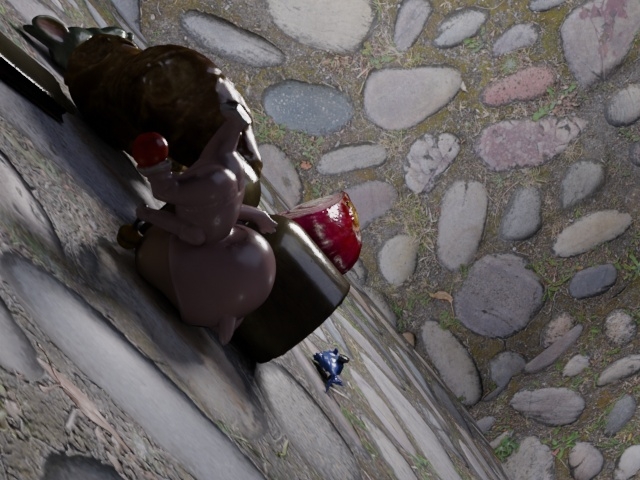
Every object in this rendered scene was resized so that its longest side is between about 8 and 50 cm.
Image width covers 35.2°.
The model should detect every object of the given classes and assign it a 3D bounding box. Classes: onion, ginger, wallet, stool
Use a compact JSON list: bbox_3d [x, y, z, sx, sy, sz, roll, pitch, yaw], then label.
[{"bbox_3d":[0.002,0.005,2.541,0.206,0.216,0.207,-76,142,-71],"label":"onion"},{"bbox_3d":[-0.238,-0.186,1.601,0.357,0.152,0.274,17,-38,33],"label":"ginger"},{"bbox_3d":[-0.423,-0.243,1.408,0.110,0.031,0.198,54,5,29],"label":"wallet"},{"bbox_3d":[-0.105,0.024,1.449,0.264,0.179,0.179,49,5,-8],"label":"stool"}]

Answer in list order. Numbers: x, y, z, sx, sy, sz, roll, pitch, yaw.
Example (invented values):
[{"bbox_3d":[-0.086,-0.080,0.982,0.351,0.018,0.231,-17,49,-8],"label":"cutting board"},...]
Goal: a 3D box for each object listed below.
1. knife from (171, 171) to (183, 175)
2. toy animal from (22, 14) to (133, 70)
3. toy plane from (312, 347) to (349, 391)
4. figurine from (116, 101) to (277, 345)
[{"bbox_3d":[-0.318,-0.196,1.869,0.365,0.043,0.089,54,-24,28],"label":"knife"},{"bbox_3d":[-0.421,-0.325,1.783,0.236,0.138,0.108,-13,76,-57],"label":"toy animal"},{"bbox_3d":[0.018,0.234,1.843,0.062,0.054,0.167,24,10,-12],"label":"toy plane"},{"bbox_3d":[-0.153,-0.020,1.261,0.176,0.186,0.287,-74,162,-58],"label":"figurine"}]
